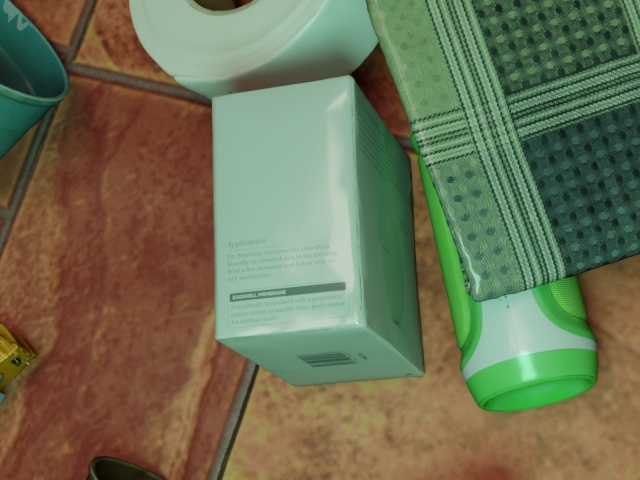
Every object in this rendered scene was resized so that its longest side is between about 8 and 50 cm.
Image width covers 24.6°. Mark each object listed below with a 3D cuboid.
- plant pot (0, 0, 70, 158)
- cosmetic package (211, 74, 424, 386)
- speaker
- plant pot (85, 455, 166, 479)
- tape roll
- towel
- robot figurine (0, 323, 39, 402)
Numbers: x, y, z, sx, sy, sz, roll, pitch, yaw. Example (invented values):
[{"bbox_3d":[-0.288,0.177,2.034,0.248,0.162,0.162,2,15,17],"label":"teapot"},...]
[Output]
[{"bbox_3d":[-0.443,-0.145,1.516,0.255,0.271,0.272,-48,65,16],"label":"plant pot"},{"bbox_3d":[0.000,0.000,1.336,0.138,0.224,0.225,-6,72,16],"label":"cosmetic package"},{"bbox_3d":[0.164,-0.001,1.338,0.131,0.131,0.297,-15,70,13],"label":"speaker"},{"bbox_3d":[-0.183,0.313,1.344,0.167,0.167,0.165,35,94,23],"label":"plant pot"},{"bbox_3d":[-0.056,-0.274,1.464,0.286,0.100,0.286,-11,69,31],"label":"tape roll"},{"bbox_3d":[0.217,-0.139,1.274,0.312,0.056,0.324,-18,88,-10],"label":"towel"},{"bbox_3d":[-0.438,0.166,1.502,0.291,0.085,0.211,-43,66,1],"label":"robot figurine"}]
